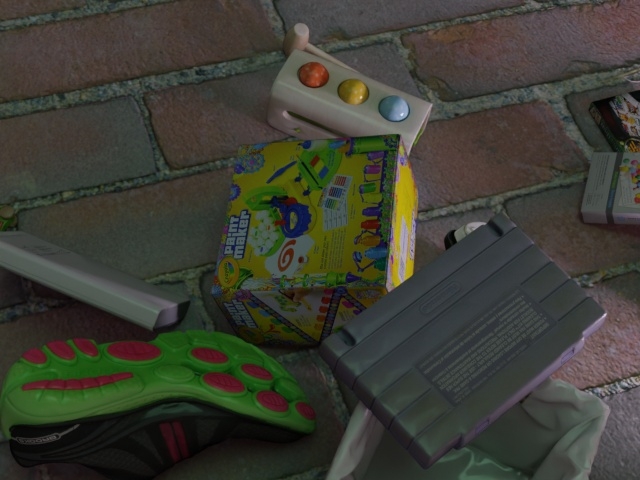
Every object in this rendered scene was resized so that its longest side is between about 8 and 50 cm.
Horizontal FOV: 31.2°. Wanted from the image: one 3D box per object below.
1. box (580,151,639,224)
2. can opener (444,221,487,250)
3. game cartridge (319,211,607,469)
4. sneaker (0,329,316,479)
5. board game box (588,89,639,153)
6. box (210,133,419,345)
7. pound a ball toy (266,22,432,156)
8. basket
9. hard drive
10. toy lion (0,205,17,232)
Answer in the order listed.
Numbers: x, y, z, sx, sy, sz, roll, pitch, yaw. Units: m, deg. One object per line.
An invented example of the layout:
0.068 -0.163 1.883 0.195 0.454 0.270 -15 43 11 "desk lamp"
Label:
0.576 -0.094 2.070 0.186 0.038 0.145 4 54 25 "box"
0.297 0.096 1.937 0.074 0.093 0.280 -14 69 -20 "can opener"
0.203 0.134 1.597 0.355 0.068 0.230 -34 71 -24 "game cartridge"
-0.239 0.256 1.714 0.483 0.202 0.185 5 35 -23 "sneaker"
0.628 -0.173 2.177 0.136 0.030 0.259 -13 61 -18 "board game box"
0.000 0.000 1.843 0.279 0.177 0.289 -2 56 16 "box"
0.047 -0.280 2.099 0.319 0.135 0.208 24 58 7 "pound a ball toy"
0.187 0.348 1.649 0.328 0.266 0.331 24 57 7 "basket"
-0.372 0.059 1.801 0.308 0.203 0.040 22 94 6 "hard drive"
-0.568 -0.016 1.912 0.096 0.034 0.100 11 57 8 "toy lion"
